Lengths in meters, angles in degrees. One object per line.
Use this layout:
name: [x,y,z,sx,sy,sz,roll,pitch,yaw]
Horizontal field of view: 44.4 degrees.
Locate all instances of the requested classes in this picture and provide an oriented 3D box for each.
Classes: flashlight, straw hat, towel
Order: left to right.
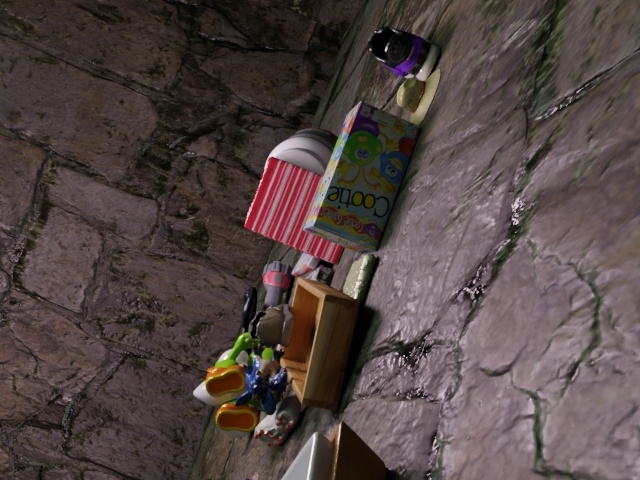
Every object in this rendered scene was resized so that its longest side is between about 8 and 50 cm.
flashlight: [-0.157,0.211,2.522,0.103,0.103,0.304,-17,45,29]
towel: [-0.045,-0.077,1.972,0.198,0.275,0.031,-69,-16,6]
towel: [0.072,0.086,1.594,0.148,0.027,0.110,142,147,-74]
straw hat: [0.196,-0.309,1.668,0.144,0.061,0.144,-159,90,-82]

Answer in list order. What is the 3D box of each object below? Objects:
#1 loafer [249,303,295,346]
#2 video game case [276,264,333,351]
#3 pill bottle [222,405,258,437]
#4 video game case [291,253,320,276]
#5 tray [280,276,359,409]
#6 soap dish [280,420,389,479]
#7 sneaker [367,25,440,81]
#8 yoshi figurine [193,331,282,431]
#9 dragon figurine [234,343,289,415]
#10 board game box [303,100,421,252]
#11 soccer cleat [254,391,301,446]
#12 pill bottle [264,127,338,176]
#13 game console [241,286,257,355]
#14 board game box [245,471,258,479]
loafer: [-0.114,0.183,1.756,0.251,0.087,0.094,159,123,-80]
video game case: [-0.042,0.184,2.020,0.232,0.042,0.210,138,152,-72]
pill bottle: [-0.229,0.472,2.265,0.180,0.108,0.108,-77,12,-47]
video game case: [0.000,0.000,2.139,0.204,0.025,0.285,-60,5,-11]
tray: [-0.009,0.195,1.601,0.411,0.076,0.202,-169,91,-81]
soap dish: [-0.015,0.414,1.020,0.229,0.118,0.290,-80,14,-54]
sneaker: [0.179,-0.447,1.823,0.293,0.146,0.102,-109,41,-77]
yoshi figurine: [-0.174,0.344,1.972,0.203,0.203,0.362,-55,5,5]
dragon figurine: [-0.132,0.321,1.679,0.289,0.085,0.144,116,167,-48]
board game box: [0.084,-0.128,1.649,0.144,0.142,0.275,163,128,-80]
soccer cleat: [-0.088,0.398,1.733,0.196,0.068,0.076,-51,9,51]
pill bottle: [-0.041,-0.193,2.190,0.363,0.210,0.210,-60,-6,-73]
game console: [-0.224,0.246,2.455,0.361,0.044,0.213,104,171,-72]
board game box: [-0.196,0.640,1.898,0.133,0.033,0.168,124,165,-56]
